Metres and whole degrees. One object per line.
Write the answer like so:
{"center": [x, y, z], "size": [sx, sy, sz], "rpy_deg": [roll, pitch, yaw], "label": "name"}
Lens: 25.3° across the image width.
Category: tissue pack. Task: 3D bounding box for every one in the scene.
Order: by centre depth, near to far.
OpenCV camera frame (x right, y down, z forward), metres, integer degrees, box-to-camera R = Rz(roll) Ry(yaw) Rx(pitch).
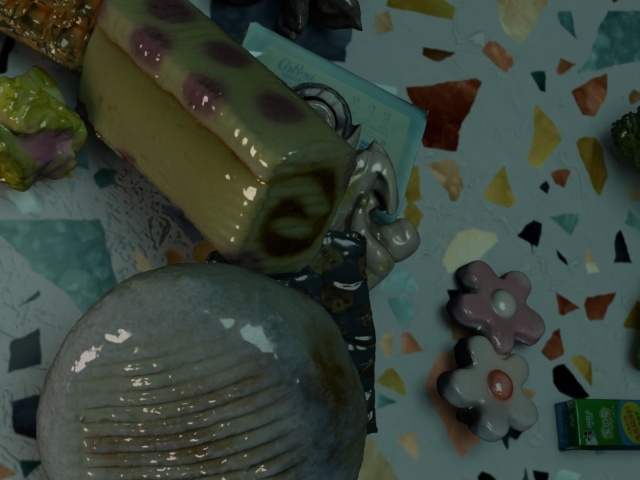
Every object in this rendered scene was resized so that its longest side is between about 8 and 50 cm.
{"center": [-0.011, -0.134, 1.781], "size": [0.263, 0.089, 0.177], "rpy_deg": [25, 65, -14], "label": "tissue pack"}

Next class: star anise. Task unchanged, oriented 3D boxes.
{"center": [-0.036, -0.350, 1.828], "size": [0.229, 0.093, 0.236], "rpy_deg": [-28, 82, -27], "label": "star anise"}

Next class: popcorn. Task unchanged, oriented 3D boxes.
{"center": [-0.334, -0.126, 1.599], "size": [0.145, 0.126, 0.126], "rpy_deg": [13, 47, -38], "label": "popcorn"}

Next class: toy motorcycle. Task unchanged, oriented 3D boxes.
{"center": [0.000, 0.000, 1.683], "size": [0.222, 0.108, 0.341], "rpy_deg": [22, 93, -9], "label": "toy motorcycle"}

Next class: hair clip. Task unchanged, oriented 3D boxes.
{"center": [0.218, 0.141, 1.817], "size": [0.146, 0.075, 0.257], "rpy_deg": [21, 62, -14], "label": "hair clip"}

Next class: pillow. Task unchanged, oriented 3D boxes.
{"center": [-0.030, 0.116, 1.633], "size": [0.188, 0.034, 0.256], "rpy_deg": [-6, 106, -8], "label": "pillow"}

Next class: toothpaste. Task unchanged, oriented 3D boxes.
{"center": [0.438, 0.246, 1.897], "size": [0.266, 0.050, 0.065], "rpy_deg": [4, 75, -24], "label": "toothpaste"}

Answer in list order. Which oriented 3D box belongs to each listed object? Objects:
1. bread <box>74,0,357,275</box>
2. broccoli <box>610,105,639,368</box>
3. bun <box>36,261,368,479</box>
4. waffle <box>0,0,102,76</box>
{"center": [-0.120, -0.126, 1.575], "size": [0.155, 0.187, 0.338], "rpy_deg": [-10, 44, -45], "label": "bread"}
{"center": [0.521, -0.037, 1.962], "size": [0.397, 0.275, 0.353], "rpy_deg": [-36, 73, -10], "label": "broccoli"}
{"center": [-0.120, 0.179, 1.510], "size": [0.362, 0.362, 0.211], "rpy_deg": [39, 28, -10], "label": "bun"}
{"center": [-0.284, -0.368, 1.622], "size": [0.212, 0.091, 0.308], "rpy_deg": [29, 101, -19], "label": "waffle"}
